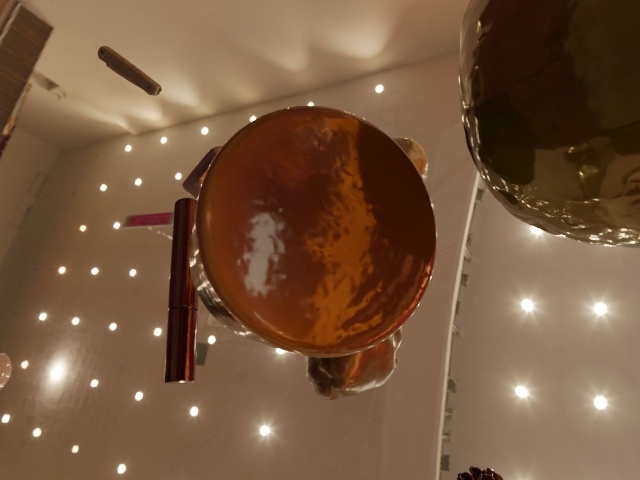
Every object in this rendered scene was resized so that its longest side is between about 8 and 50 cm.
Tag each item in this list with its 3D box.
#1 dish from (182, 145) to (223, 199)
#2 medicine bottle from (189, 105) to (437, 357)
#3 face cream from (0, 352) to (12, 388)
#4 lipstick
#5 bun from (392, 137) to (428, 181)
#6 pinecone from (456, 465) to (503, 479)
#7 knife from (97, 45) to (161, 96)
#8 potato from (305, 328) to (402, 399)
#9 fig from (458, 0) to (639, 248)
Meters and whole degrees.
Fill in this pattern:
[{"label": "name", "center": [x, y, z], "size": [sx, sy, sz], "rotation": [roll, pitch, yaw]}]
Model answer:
[{"label": "dish", "center": [-0.343, -0.229, 1.437], "size": [0.064, 0.154, 0.234], "rotation": [-20, -144, 58]}, {"label": "medicine bottle", "center": [-0.028, 0.005, 0.485], "size": [0.232, 0.237, 0.238], "rotation": [152, -44, -67]}, {"label": "face cream", "center": [-0.634, 0.175, 0.649], "size": [0.369, 0.145, 0.146], "rotation": [13, -106, 11]}, {"label": "lipstick", "center": [-0.261, 0.085, 0.804], "size": [0.057, 0.057, 0.357], "rotation": [-16, -114, 26]}, {"label": "bun", "center": [0.161, -0.143, 1.005], "size": [0.222, 0.128, 0.222], "rotation": [-24, -145, 18]}, {"label": "pinecone", "center": [0.288, 0.496, 0.754], "size": [0.173, 0.173, 0.174], "rotation": [-14, -119, 27]}, {"label": "knife", "center": [-0.439, -0.386, 0.962], "size": [0.044, 0.162, 0.023], "rotation": [-52, -176, 33]}, {"label": "potato", "center": [0.067, 0.244, 0.946], "size": [0.218, 0.351, 0.203], "rotation": [-32, -93, 19]}, {"label": "fig", "center": [0.298, -0.157, 0.363], "size": [0.343, 0.343, 0.344], "rotation": [-14, -119, 27]}]
